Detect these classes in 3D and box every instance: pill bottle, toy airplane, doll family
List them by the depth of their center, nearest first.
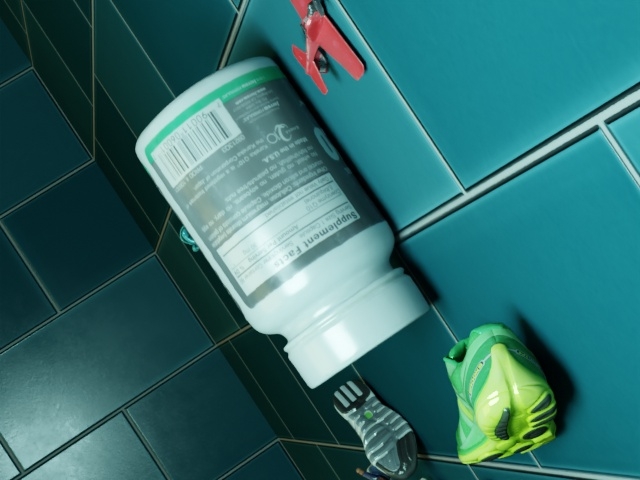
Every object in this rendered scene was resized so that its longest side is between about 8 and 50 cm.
[{"bbox_3d":[-0.007,-0.209,1.334,0.151,0.028,0.151,54,167,18],"label":"toy airplane"},{"bbox_3d":[-0.042,-0.019,1.532,0.361,0.204,0.204,56,168,5],"label":"pill bottle"},{"bbox_3d":[0.146,0.417,2.103,0.111,0.193,0.076,-76,-2,-82],"label":"doll family"}]

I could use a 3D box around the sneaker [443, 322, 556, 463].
[{"bbox_3d":[0.194,0.162,1.386,0.295,0.109,0.123,87,169,-68],"label":"sneaker"}]

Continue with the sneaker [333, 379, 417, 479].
[{"bbox_3d":[0.114,0.335,2.147,0.132,0.086,0.229,57,177,-42],"label":"sneaker"}]

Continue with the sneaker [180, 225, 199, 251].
[{"bbox_3d":[-0.210,-0.033,2.356,0.107,0.110,0.275,56,168,3],"label":"sneaker"}]
